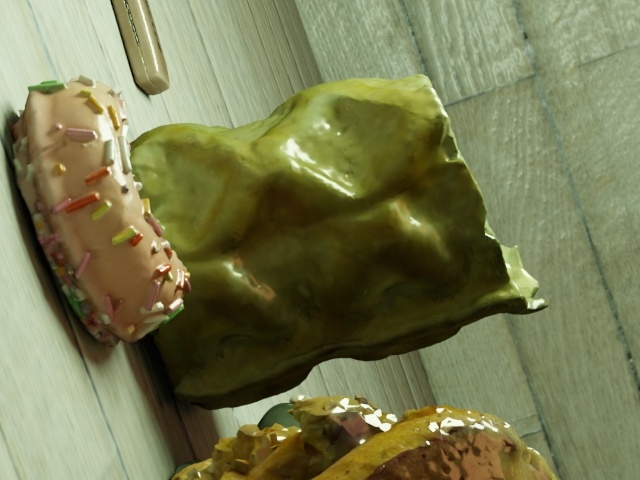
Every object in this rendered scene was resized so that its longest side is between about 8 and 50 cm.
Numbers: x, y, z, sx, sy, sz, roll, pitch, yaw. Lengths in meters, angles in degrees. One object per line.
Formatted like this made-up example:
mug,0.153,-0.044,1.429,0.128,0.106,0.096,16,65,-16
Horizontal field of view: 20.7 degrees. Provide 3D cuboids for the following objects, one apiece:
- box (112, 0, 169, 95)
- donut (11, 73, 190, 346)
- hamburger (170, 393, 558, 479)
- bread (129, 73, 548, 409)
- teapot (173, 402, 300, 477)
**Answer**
box,-0.148,-0.177,1.424,0.048,0.025,0.115,40,32,-74
donut,-0.124,-0.010,1.007,0.117,0.065,0.166,-95,163,-66
hamburger,0.032,0.212,0.901,0.260,0.211,0.245,17,74,-36
bread,-0.001,0.000,1.180,0.196,0.252,0.238,-100,166,-60
teapot,-0.020,0.184,1.076,0.130,0.119,0.165,55,19,-59
